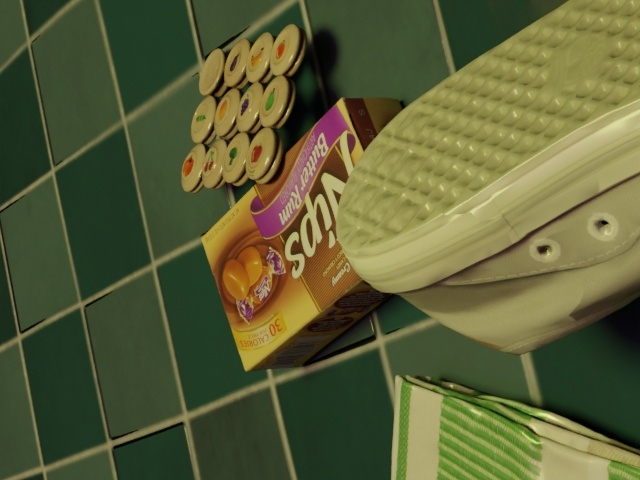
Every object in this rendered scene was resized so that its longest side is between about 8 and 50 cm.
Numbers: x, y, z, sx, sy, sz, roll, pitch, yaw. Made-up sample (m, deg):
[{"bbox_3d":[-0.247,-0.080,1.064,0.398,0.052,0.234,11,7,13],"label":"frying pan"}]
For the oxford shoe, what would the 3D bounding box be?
[{"bbox_3d":[0.203,-0.067,0.636,0.449,0.130,0.169,-28,33,37],"label":"oxford shoe"}]

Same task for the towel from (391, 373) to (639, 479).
[{"bbox_3d":[0.155,0.221,0.779,0.325,0.038,0.247,14,105,48],"label":"towel"}]

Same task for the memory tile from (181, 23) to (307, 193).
[{"bbox_3d":[-0.057,-0.091,0.988,0.148,0.012,0.113,-4,70,61],"label":"memory tile"}]

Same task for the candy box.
[{"bbox_3d":[0.000,0.000,0.936,0.187,0.053,0.109,-42,61,45],"label":"candy box"}]
